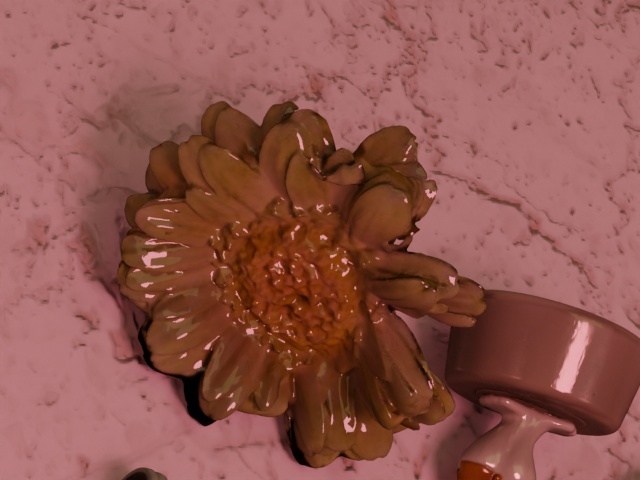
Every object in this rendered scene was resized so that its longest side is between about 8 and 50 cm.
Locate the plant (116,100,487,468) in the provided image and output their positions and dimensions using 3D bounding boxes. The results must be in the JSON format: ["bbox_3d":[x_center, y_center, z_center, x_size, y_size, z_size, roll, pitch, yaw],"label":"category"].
[{"bbox_3d":[-0.036,0.020,1.394,0.261,0.297,0.305,-15,122,-13],"label":"plant"}]

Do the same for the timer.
[{"bbox_3d":[0.160,0.193,1.453,0.175,0.175,0.266,24,75,-22],"label":"timer"}]

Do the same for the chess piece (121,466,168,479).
[{"bbox_3d":[-0.111,0.224,1.308,0.103,0.067,0.067,37,55,-25],"label":"chess piece"}]
